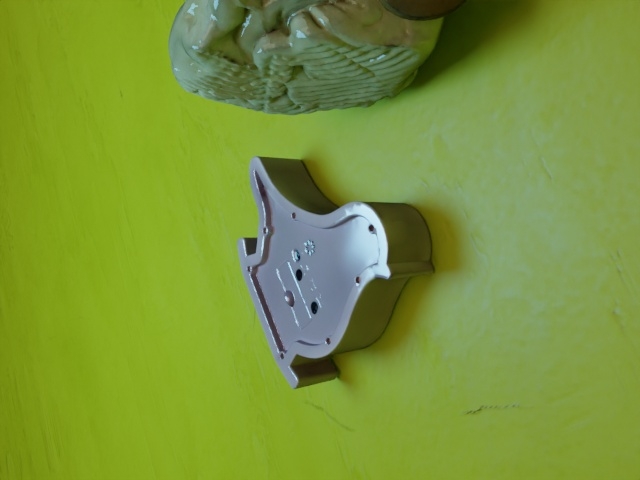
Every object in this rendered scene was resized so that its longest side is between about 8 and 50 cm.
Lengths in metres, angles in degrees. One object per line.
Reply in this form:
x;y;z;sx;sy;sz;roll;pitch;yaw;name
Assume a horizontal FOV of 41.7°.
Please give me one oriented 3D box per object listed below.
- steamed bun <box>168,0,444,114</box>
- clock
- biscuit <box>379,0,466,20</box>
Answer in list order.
-0.015;-0.273;0.948;0.289;0.275;0.204;-20;66;61;steamed bun
0.000;0.000;1.079;0.275;0.080;0.290;-48;58;40;clock
0.138;-0.353;0.790;0.049;0.196;0.302;-78;12;-84;biscuit
